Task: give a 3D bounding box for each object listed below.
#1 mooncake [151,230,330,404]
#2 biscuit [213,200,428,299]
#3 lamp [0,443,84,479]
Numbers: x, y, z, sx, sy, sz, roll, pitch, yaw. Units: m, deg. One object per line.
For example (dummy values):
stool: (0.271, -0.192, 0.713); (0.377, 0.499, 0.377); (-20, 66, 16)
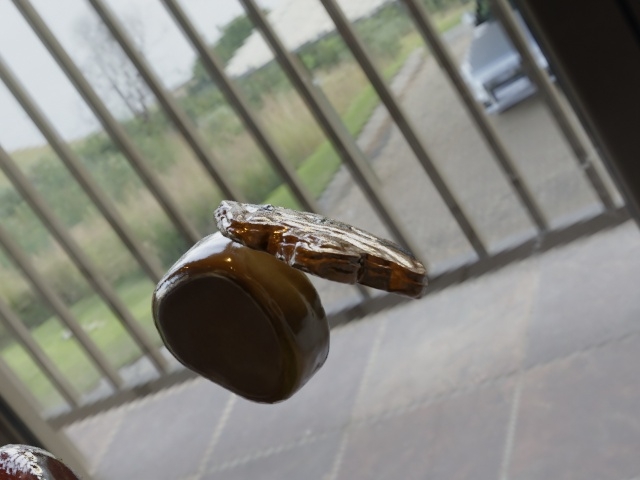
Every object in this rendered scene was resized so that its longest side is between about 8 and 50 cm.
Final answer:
mooncake: (-0.101, 0.088, 1.725); (0.235, 0.235, 0.117); (-13, 20, 41)
biscuit: (0.000, 0.000, 1.261); (0.290, 0.208, 0.041); (-103, 30, -85)
lamp: (-0.288, 0.276, 1.289); (0.135, 0.157, 0.156); (-46, -10, 6)
